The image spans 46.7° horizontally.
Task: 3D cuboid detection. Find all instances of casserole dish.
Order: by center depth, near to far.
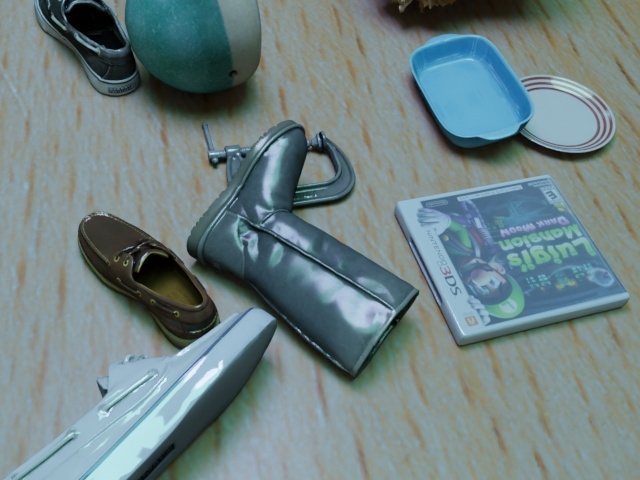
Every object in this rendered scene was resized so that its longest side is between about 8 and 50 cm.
[{"bbox_3d":[0.179,-0.178,0.895,0.114,0.037,0.189,-17,54,-5],"label":"casserole dish"}]

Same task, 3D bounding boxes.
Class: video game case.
[{"bbox_3d":[0.194,0.012,0.766,0.190,0.022,0.173,-11,54,-16],"label":"video game case"}]

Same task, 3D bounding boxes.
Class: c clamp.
[{"bbox_3d":[-0.045,-0.089,0.813,0.160,0.022,0.137,-4,52,-11],"label":"c clamp"}]

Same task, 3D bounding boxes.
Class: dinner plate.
[{"bbox_3d":[0.292,-0.154,0.914,0.141,0.017,0.141,4,51,-6],"label":"dinner plate"}]

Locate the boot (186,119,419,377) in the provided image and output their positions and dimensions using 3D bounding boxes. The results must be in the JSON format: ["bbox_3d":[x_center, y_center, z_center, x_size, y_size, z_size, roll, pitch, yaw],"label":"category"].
[{"bbox_3d":[0.001,0.000,0.705,0.208,0.076,0.190,28,77,22],"label":"boot"}]

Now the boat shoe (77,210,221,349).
[{"bbox_3d":[-0.159,0.024,0.683,0.178,0.060,0.064,38,57,21],"label":"boat shoe"}]

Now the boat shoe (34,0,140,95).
[{"bbox_3d":[-0.281,-0.267,0.889,0.077,0.070,0.219,-28,61,-27],"label":"boat shoe"}]

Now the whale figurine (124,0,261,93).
[{"bbox_3d":[-0.170,-0.292,0.840,0.141,0.216,0.272,-23,77,-13],"label":"whale figurine"}]

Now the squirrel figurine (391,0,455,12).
[{"bbox_3d":[0.150,-0.509,0.993,0.370,0.281,0.397,5,60,-18],"label":"squirrel figurine"}]

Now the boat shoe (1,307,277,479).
[{"bbox_3d":[-0.140,0.130,0.581,0.084,0.095,0.258,37,55,15],"label":"boat shoe"}]
